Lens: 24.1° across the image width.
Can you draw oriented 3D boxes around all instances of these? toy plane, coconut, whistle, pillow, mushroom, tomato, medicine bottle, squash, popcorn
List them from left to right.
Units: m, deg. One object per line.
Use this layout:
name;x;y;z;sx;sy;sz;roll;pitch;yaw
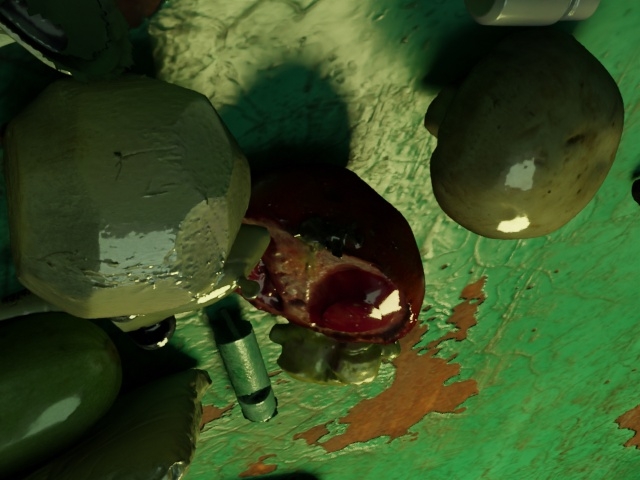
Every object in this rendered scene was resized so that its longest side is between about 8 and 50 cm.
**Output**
squash;-0.327;0.163;1.210;0.371;0.118;0.118;-26;151;9
pillow;-0.222;0.207;1.275;0.274;0.076;0.281;-25;-172;3
toy plane;-0.174;0.032;1.111;0.286;0.108;0.092;-19;159;6
coconut;-0.122;-0.028;0.986;0.162;0.161;0.161;-3;146;-17
whistle;-0.068;0.118;1.389;0.039;0.039;0.186;-20;151;-5
tomato;0.000;0.000;1.188;0.189;0.099;0.173;25;155;-2
popcorn;0.013;0.086;1.350;0.109;0.089;0.097;-19;-173;13
mushroom;0.150;-0.081;1.126;0.166;0.127;0.166;-34;148;-25
medicine bottle;0.146;-0.174;1.033;0.089;0.052;0.052;-4;146;-29

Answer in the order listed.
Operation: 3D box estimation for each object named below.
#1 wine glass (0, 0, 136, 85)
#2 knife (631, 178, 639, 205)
wine glass;-0.259;-0.059;0.860;0.321;0.143;0.143;-35;148;23
knife;0.394;-0.078;1.399;0.230;0.028;0.060;-24;154;-7
